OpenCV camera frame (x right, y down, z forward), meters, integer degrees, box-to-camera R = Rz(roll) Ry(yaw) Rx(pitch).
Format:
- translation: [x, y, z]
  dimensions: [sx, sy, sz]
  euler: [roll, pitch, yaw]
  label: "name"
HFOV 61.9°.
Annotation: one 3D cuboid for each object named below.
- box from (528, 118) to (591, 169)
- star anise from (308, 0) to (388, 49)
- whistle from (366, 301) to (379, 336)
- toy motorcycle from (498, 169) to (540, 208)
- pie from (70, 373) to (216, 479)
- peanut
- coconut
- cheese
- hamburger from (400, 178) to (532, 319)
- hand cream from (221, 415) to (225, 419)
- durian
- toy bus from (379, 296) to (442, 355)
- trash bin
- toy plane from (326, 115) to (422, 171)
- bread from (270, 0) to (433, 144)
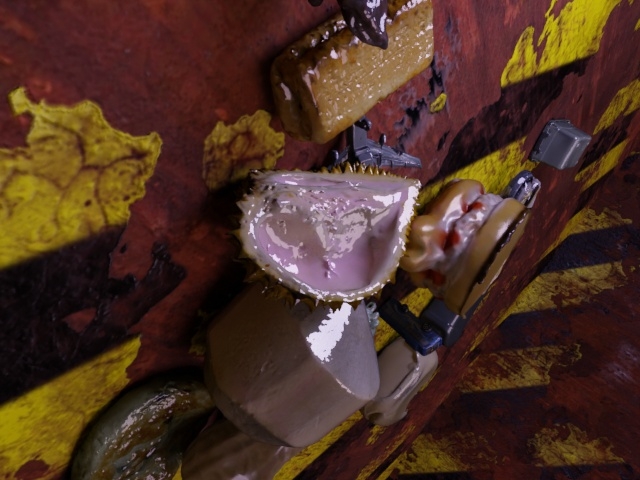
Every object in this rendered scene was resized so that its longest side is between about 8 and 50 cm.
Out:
- translation: [0.649, -0.252, 1.432]
  dimensions: [0.172, 0.093, 0.124]
  euler: [-16, 135, -48]
  label: "box"
- translation: [-0.008, -0.261, 0.407]
  dimensions: [0.227, 0.148, 0.218]
  euler: [-30, 103, -55]
  label: "star anise"
- translation: [0.024, 0.210, 1.014]
  dimensions: [0.244, 0.110, 0.092]
  euler: [-48, 119, -10]
  label: "whistle"
- translation: [0.447, -0.022, 1.373]
  dimensions: [0.340, 0.108, 0.223]
  euler: [-58, 151, 12]
  label: "toy motorcycle"
- translation: [-0.235, 0.282, 0.752]
  dimensions: [0.240, 0.054, 0.240]
  euler: [-36, 146, -30]
  label: "pie"
- translation: [-0.079, 0.297, 0.824]
  dimensions: [0.298, 0.120, 0.136]
  euler: [-27, 164, -36]
  label: "peanut"
- translation: [-0.027, 0.147, 0.713]
  dimensions: [0.241, 0.241, 0.241]
  euler: [-37, 147, -28]
  label: "coconut"
- translation: [0.209, 0.377, 1.442]
  dimensions: [0.266, 0.127, 0.233]
  euler: [-47, 151, -9]
  label: "cheese"
- translation: [0.270, 0.011, 1.063]
  dimensions: [0.303, 0.186, 0.260]
  euler: [-34, 149, -49]
  label: "hamburger"
- translation: [-0.101, 0.229, 0.885]
  dimensions: [0.085, 0.058, 0.331]
  euler: [-2, 123, -53]
  label: "hand cream"
- translation: [-0.007, -0.003, 0.641]
  dimensions: [0.250, 0.138, 0.183]
  euler: [-6, 84, -32]
  label: "durian"
- translation: [0.199, 0.192, 1.195]
  dimensions: [0.061, 0.153, 0.051]
  euler: [-37, 148, -16]
  label: "toy bus"
- translation: [0.383, 0.185, 1.523]
  dimensions: [0.236, 0.101, 0.177]
  euler: [-56, 150, -1]
  label: "trash bin"
- translation: [0.052, -0.102, 0.749]
  dimensions: [0.226, 0.058, 0.226]
  euler: [-22, 142, -19]
  label: "toy plane"
- translation: [0.037, -0.200, 0.590]
  dimensions: [0.211, 0.083, 0.114]
  euler: [-41, 144, -22]
  label: "bread"
